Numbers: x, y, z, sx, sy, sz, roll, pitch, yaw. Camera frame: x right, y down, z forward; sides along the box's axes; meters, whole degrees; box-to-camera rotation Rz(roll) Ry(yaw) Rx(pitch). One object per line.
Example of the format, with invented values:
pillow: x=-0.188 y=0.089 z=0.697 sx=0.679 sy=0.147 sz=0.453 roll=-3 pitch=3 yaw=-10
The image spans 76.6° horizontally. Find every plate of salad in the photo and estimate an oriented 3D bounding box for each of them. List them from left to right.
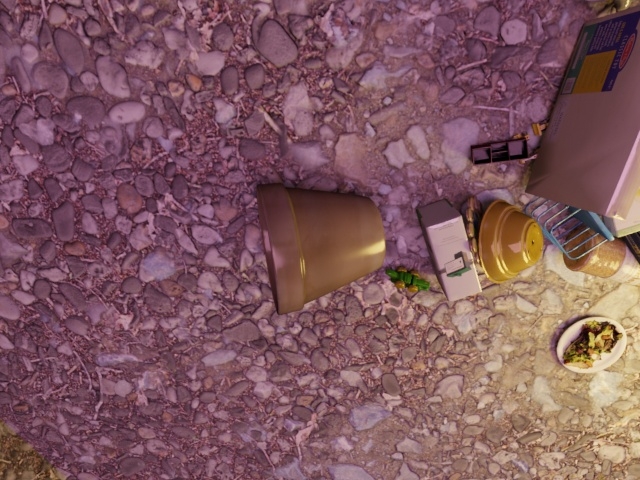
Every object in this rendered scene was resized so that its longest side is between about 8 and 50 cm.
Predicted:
plate of salad: x=0.813 y=0.319 z=1.208 sx=0.199 sy=0.048 sz=0.200 roll=1 pitch=110 yaw=3

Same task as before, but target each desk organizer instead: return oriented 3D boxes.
desk organizer: x=0.445 y=-0.220 z=1.008 sx=0.130 sy=0.050 sz=0.047 roll=-5 pitch=111 yaw=19

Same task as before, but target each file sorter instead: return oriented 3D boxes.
file sorter: x=0.613 y=-0.047 z=1.017 sx=0.104 sy=0.170 sz=0.118 roll=-40 pitch=104 yaw=18

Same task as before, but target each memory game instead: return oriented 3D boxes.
memory game: x=0.405 y=-0.024 z=1.036 sx=0.012 sy=0.186 sz=0.186 roll=-9 pitch=112 yaw=35

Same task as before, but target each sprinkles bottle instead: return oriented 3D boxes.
sprinkles bottle: x=0.843 y=0.065 z=1.072 sx=0.354 sy=0.121 sz=0.122 roll=14 pitch=111 yaw=-2

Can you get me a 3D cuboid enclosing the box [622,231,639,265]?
box: x=0.868 y=-0.042 z=0.996 sx=0.232 sy=0.059 sz=0.184 roll=-24 pitch=77 yaw=-4

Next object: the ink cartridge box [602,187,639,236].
ink cartridge box: x=0.725 y=-0.146 z=0.922 sx=0.170 sy=0.056 sz=0.235 roll=-19 pitch=103 yaw=9

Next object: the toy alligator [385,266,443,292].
toy alligator: x=0.269 y=0.124 z=1.165 sx=0.189 sy=0.056 sz=0.051 roll=17 pitch=152 yaw=-5

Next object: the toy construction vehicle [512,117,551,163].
toy construction vehicle: x=0.541 y=-0.248 z=1.016 sx=0.098 sy=0.035 sz=0.086 roll=-21 pitch=108 yaw=10

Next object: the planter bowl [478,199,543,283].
planter bowl: x=0.493 y=0.004 z=1.016 sx=0.217 sy=0.090 sz=0.218 roll=-1 pitch=92 yaw=-39

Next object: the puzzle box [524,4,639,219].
puzzle box: x=0.600 y=-0.271 z=0.858 sx=0.052 sy=0.272 sz=0.410 roll=11 pitch=106 yaw=-8

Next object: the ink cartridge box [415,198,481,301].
ink cartridge box: x=0.333 y=0.023 z=1.063 sx=0.092 sy=0.160 sz=0.220 roll=-19 pitch=109 yaw=10

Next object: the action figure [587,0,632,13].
action figure: x=0.637 y=-0.624 z=0.843 sx=0.185 sy=0.099 sz=0.286 roll=-13 pitch=113 yaw=0

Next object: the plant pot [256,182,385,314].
plant pot: x=0.000 y=0.000 z=1.020 sx=0.279 sy=0.323 sz=0.324 roll=-11 pitch=111 yaw=-10
